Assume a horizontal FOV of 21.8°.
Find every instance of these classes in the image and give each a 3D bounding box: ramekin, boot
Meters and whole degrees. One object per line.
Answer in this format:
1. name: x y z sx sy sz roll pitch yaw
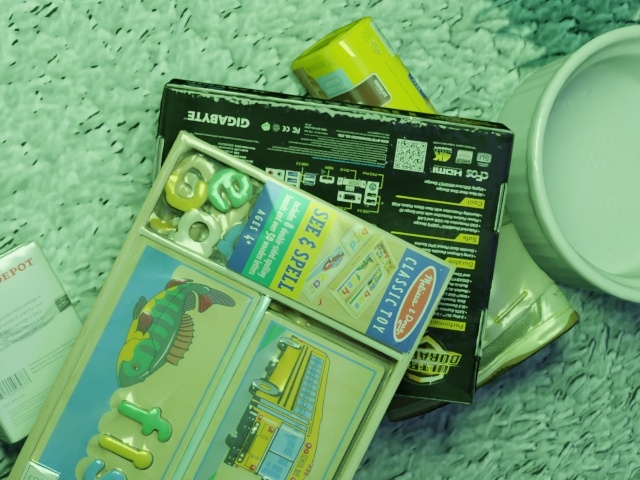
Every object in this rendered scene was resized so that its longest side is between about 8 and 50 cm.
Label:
1. ramekin: 0.305 -0.073 1.698 0.277 0.135 0.277 1 87 -23
2. boot: 0.126 0.068 1.648 0.213 0.077 0.165 -32 85 3

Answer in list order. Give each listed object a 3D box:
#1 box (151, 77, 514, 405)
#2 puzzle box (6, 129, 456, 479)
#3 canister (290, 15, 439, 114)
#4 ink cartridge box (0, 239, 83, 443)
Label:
1. box: 0.000 0.000 1.519 0.322 0.079 0.257 7 100 -2
2. puzzle box: -0.090 0.144 1.449 0.272 0.052 0.409 26 90 -5
3. canister: 0.056 -0.124 1.602 0.073 0.126 0.170 -40 101 -19
4. ink cartridge box: -0.272 0.089 1.490 0.109 0.063 0.150 -31 100 -20
